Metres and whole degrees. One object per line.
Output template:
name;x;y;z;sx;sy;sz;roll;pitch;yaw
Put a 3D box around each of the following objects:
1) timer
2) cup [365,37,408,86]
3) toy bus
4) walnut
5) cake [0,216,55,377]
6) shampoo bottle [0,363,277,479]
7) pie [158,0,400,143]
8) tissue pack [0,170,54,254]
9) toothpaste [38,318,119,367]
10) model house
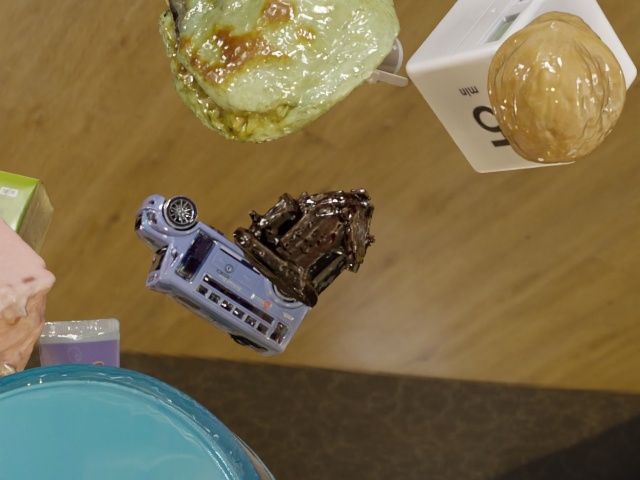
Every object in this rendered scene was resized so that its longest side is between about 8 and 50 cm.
timer;0.266;-0.225;1.523;0.194;0.192;0.195;-2;133;52
cup;0.070;-0.258;1.600;0.099;0.074;0.102;0;-167;-41
toy bus;-0.161;0.053;1.723;0.292;0.133;0.125;34;161;-13
walnut;0.255;-0.163;1.247;0.149;0.166;0.166;7;147;17
cake;-0.496;0.091;1.232;0.293;0.307;0.314;46;130;17
shampoo bottle;-0.142;0.305;0.858;0.331;0.331;0.342;-1;152;14
pie;-0.049;-0.193;0.968;0.201;0.248;0.090;-31;148;6
tissue pack;-0.643;-0.023;2.038;0.275;0.200;0.167;12;155;4
toothpaste;-0.303;0.287;1.471;0.080;0.371;0.125;-9;172;43
model house;-0.007;-0.005;1.498;0.141;0.164;0.203;39;173;8
